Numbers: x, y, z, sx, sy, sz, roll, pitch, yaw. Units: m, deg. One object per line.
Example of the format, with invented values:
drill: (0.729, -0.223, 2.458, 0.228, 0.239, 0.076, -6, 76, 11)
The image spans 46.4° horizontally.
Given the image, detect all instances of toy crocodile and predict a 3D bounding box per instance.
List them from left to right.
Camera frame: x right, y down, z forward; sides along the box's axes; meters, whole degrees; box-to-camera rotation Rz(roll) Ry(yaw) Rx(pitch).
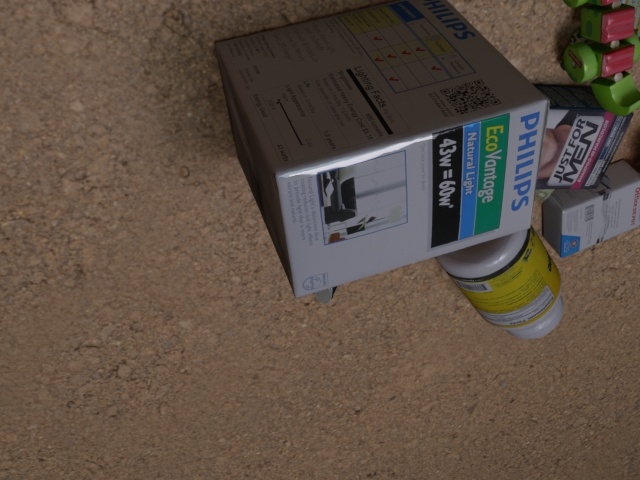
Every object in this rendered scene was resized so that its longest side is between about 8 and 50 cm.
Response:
toy crocodile: (0.470, -0.368, 1.225, 0.115, 0.105, 0.340, -20, 118, -7)

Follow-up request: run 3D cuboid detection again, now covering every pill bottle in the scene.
pill bottle: (0.373, 0.064, 1.512, 0.188, 0.188, 0.334, -36, 133, 8)

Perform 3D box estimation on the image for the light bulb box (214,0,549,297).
light bulb box: (0.073, -0.156, 1.083, 0.361, 0.358, 0.225, -16, 134, -9)

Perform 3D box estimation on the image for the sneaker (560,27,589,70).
sneaker: (0.452, -0.338, 1.321, 0.035, 0.031, 0.083, -4, 127, -61)

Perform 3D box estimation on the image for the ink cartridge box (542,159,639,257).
ink cartridge box: (0.567, -0.065, 1.558, 0.191, 0.082, 0.139, -22, 133, -7)

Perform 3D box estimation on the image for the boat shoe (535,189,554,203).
boat shoe: (0.398, -0.106, 1.472, 0.153, 0.056, 0.048, 8, 120, -37)

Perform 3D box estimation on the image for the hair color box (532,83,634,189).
hair color box: (0.373, -0.186, 1.358, 0.348, 0.105, 0.173, -2, 128, -21)

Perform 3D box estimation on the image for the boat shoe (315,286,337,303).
boat shoe: (0.019, 0.066, 1.464, 0.046, 0.038, 0.125, 17, 124, 16)

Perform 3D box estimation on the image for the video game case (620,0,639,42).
video game case: (0.609, -0.449, 1.294, 0.207, 0.026, 0.226, -11, 132, -15)
